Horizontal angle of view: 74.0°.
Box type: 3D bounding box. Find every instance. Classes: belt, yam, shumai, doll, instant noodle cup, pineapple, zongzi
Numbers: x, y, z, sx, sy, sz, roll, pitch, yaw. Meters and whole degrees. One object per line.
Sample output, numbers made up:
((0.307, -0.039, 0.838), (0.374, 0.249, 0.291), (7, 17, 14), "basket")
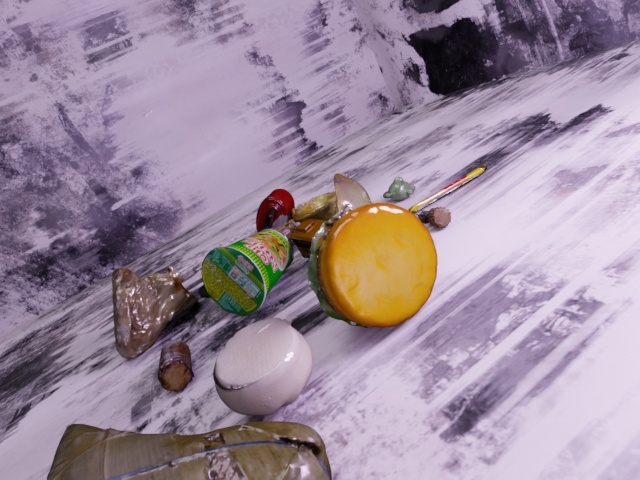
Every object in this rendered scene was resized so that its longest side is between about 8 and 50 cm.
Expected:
((-0.180, -0.093, 1.666), (0.127, 0.201, 0.124), (19, 30, 7), "belt")
((-0.340, 0.290, 0.999), (0.079, 0.079, 0.141), (-31, 16, -11), "yam")
((-0.516, 0.222, 1.347), (0.262, 0.267, 0.314), (-3, 39, -23), "shumai")
((0.264, -0.178, 1.442), (0.114, 0.078, 0.150), (-12, 10, 12), "doll")
((-0.195, 0.071, 1.232), (0.206, 0.207, 0.233), (-17, 14, 29), "instant noodle cup")
((0.292, -0.058, 1.110), (0.058, 0.058, 0.124), (-30, 4, -8), "pineapple")
((-0.184, 0.290, 0.546), (0.355, 0.174, 0.393), (-28, 30, -11), "zongzi")

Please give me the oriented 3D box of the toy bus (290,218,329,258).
((0.000, 0.000, 1.233), (0.098, 0.114, 0.201), (-43, 23, -19), "toy bus")

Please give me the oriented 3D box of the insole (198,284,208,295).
((-0.339, 0.161, 1.460), (0.309, 0.012, 0.110), (-6, 27, 48), "insole")

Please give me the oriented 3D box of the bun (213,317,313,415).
((-0.091, 0.230, 0.736), (0.172, 0.120, 0.173), (-20, 25, 10), "bun")

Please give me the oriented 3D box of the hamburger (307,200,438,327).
((0.087, 0.044, 0.808), (0.246, 0.246, 0.170), (-32, 7, -15), "hamburger")

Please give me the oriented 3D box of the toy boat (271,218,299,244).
((-0.168, 0.012, 1.467), (0.310, 0.089, 0.115), (-37, -9, -41), "toy boat")

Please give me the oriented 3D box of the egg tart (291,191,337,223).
((-0.010, -0.115, 1.619), (0.212, 0.090, 0.213), (-24, 20, 9), "egg tart")

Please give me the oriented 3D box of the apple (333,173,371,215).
((0.099, -0.121, 1.336), (0.119, 0.194, 0.265), (-14, 18, 8), "apple")

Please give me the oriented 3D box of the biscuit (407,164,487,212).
((0.370, -0.146, 1.264), (0.291, 0.026, 0.048), (-30, -2, -8), "biscuit")
